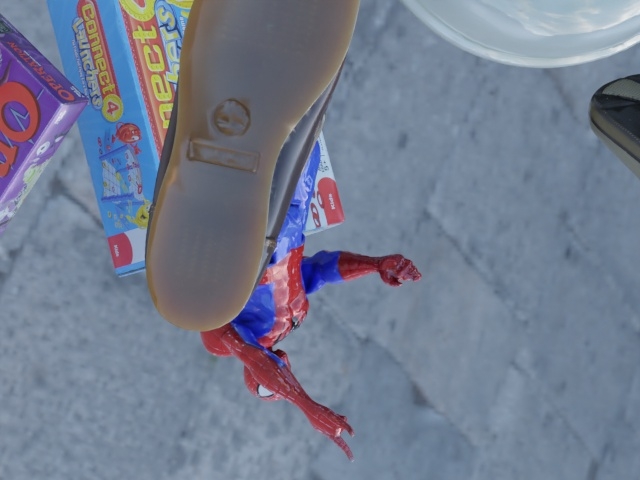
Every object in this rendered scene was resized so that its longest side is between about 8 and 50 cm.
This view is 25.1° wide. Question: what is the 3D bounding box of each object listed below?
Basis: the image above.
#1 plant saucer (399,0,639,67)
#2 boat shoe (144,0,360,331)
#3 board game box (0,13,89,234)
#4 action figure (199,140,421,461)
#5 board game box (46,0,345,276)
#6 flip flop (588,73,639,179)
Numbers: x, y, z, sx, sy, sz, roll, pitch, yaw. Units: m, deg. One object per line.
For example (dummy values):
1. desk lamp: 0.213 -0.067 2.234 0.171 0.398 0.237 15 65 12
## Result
1. plant saucer: 0.227 -0.334 1.239 0.401 0.100 0.400 -6 113 -14
2. boat shoe: -0.034 -0.062 0.665 0.073 0.073 0.207 -74 -175 -78
3. board game box: -0.369 -0.059 1.274 0.347 0.208 0.056 -52 170 23
4. action figure: 0.000 0.000 0.773 0.091 0.139 0.280 -36 146 -38
5. board game box: -0.123 -0.138 1.505 0.302 0.086 0.308 -14 88 -57
6. flip flop: 0.262 -0.014 0.942 0.112 0.277 0.080 -12 130 -20
